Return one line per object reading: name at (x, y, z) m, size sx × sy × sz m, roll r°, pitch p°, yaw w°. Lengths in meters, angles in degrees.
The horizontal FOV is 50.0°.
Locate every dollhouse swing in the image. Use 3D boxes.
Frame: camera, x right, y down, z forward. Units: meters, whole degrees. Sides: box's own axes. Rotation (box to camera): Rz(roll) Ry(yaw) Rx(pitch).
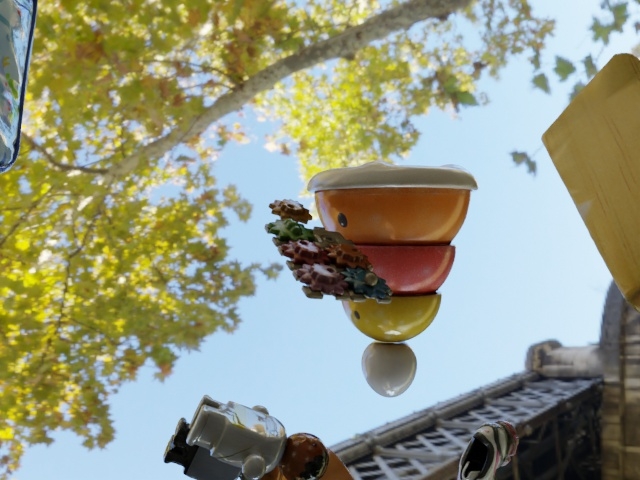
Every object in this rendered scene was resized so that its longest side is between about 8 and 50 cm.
dollhouse swing at (0.450, -0.043, 0.652) m, size 0.347 × 0.305 × 0.315 m, roll 36°, pitch -149°, yaw -32°

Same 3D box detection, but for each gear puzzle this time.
gear puzzle at (0.000, 0.000, 1.211) m, size 0.175 × 0.339 × 0.044 m, roll 6°, pitch -64°, yaw -27°

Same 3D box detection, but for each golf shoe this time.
golf shoe at (0.229, 0.356, 1.027) m, size 0.086 × 0.067 × 0.186 m, roll 3°, pitch -75°, yaw -41°

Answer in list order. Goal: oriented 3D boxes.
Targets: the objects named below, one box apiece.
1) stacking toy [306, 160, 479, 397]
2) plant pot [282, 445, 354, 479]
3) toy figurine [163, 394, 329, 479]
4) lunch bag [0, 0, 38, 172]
stacking toy at (0.148, 0.086, 1.410) m, size 0.350 × 0.350 × 0.480 m, roll -1°, pitch -90°, yaw -51°
plant pot at (-0.059, 0.499, 1.110) m, size 0.203 × 0.291 × 0.291 m, roll -12°, pitch -88°, yaw -29°
toy figurine at (-0.088, 0.269, 0.658) m, size 0.148 × 0.213 × 0.210 m, roll 24°, pitch -124°, yaw -10°
lunch bag at (-0.287, -0.163, 0.508) m, size 0.176 × 0.090 × 0.219 m, roll 66°, pitch -158°, yaw -70°
